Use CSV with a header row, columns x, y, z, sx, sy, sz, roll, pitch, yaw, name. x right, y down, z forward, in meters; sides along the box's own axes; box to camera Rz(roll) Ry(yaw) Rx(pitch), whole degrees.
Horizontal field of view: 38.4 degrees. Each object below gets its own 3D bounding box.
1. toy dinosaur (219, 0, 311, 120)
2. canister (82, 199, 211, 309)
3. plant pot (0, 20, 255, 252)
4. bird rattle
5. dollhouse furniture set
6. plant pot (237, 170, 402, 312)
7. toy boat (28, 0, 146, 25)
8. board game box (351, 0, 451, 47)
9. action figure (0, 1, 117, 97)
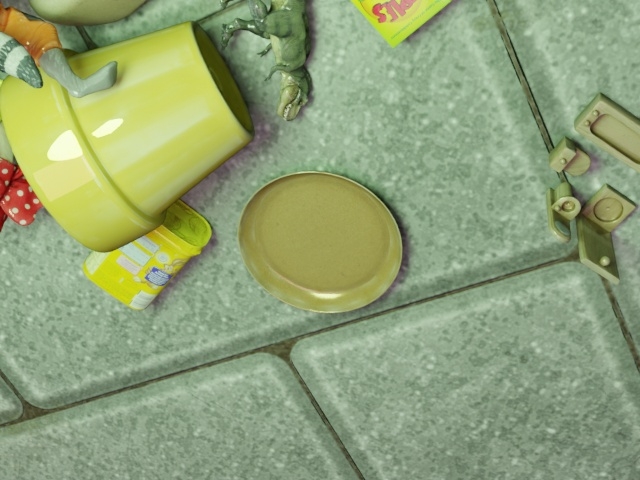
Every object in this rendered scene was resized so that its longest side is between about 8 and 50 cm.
x,y,z,sx,sy,sz,roll,pitch,yaw,name
-0.062,-0.267,1.112,0.118,0.064,0.268,4,138,-3,toy dinosaur
-0.257,0.013,1.341,0.126,0.073,0.170,37,124,-12,canister
-0.223,-0.147,1.143,0.239,0.254,0.254,-27,115,8,plant pot
-0.468,-0.117,1.235,0.143,0.207,0.254,18,117,22,bird rattle
0.353,-0.064,1.132,0.144,0.123,0.151,31,123,-9,dollhouse furniture set
0.000,0.000,1.304,0.236,0.032,0.236,5,122,8,plant pot
-0.261,-0.358,1.081,0.231,0.151,0.151,-30,82,26,toy boat
0.062,-0.325,1.072,0.092,0.043,0.181,-36,109,28,board game box
-0.405,-0.275,0.937,0.330,0.179,0.341,13,160,15,action figure
